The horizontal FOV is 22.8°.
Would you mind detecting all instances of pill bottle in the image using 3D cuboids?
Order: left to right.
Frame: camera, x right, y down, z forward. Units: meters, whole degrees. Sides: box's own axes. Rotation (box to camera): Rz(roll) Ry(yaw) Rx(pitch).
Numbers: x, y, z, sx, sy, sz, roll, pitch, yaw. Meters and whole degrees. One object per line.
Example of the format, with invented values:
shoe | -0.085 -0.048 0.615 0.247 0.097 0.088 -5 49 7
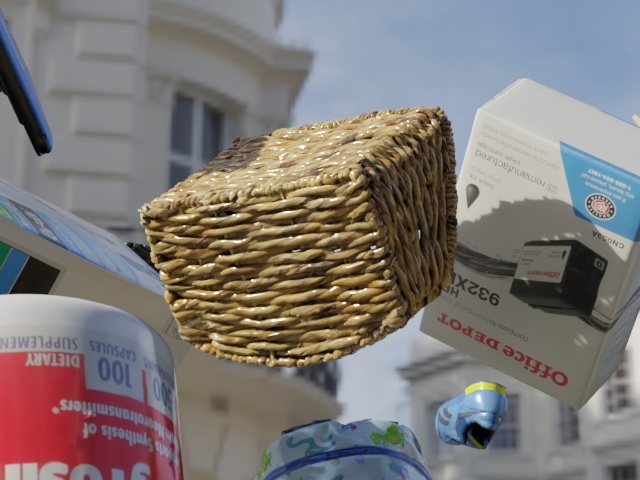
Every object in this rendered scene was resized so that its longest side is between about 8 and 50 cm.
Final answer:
pill bottle | -0.203 0.263 1.115 0.229 0.408 0.229 -6 -30 -3

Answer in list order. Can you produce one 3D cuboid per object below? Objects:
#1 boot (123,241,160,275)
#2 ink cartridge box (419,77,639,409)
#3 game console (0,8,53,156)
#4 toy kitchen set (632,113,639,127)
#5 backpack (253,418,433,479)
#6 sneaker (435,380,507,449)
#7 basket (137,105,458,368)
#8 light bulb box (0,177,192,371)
boot | -0.197 0.073 2.327 0.246 0.094 0.207 14 -11 -3
ink cartridge box | 0.263 0.005 1.821 0.223 0.129 0.307 26 -56 21
game console | -0.448 -0.240 1.811 0.173 0.250 0.293 -23 -47 -5
toy kitchen set | 0.525 -0.141 2.203 0.122 0.166 0.207 36 -75 -21
backpack | 0.036 0.376 2.150 0.290 0.273 0.356 0 -48 -3
sneaker | 0.217 0.279 2.363 0.069 0.082 0.209 15 -27 -11
basket | 0.000 0.000 1.704 0.299 0.214 0.223 -9 18 32
light bulb box | -0.393 0.061 1.915 0.361 0.225 0.358 29 2 -33
